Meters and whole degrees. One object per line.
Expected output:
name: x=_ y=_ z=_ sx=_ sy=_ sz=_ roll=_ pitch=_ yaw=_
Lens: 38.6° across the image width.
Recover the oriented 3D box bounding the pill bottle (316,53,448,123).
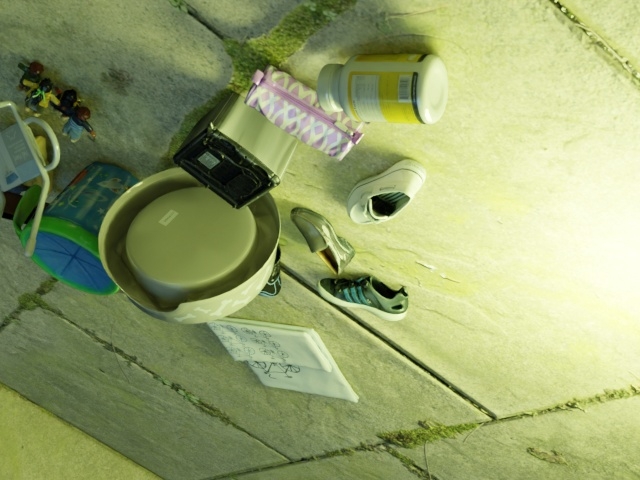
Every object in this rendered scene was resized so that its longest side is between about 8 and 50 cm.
pill bottle: x=0.092 y=-0.230 z=1.382 sx=0.184 sy=0.103 sz=0.103 roll=7 pitch=144 yaw=29

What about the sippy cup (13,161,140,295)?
sippy cup: x=-0.481 y=-0.037 z=1.954 sx=0.305 sy=0.224 sz=0.240 roll=37 pitch=148 yaw=-17

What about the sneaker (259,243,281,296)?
sneaker: x=-0.122 y=0.047 z=1.961 sx=0.091 sy=0.081 sz=0.232 roll=12 pitch=145 yaw=34

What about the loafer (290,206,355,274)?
loafer: x=0.000 y=0.000 z=1.825 sx=0.170 sy=0.061 sz=0.062 roll=41 pitch=146 yaw=-22

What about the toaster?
toaster: x=-0.152 y=-0.160 z=1.650 sx=0.168 sy=0.110 sz=0.186 roll=36 pitch=147 yaw=-18

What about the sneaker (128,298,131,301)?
sneaker: x=-0.455 y=0.040 z=2.142 sx=0.366 sy=0.137 sz=0.210 roll=34 pitch=147 yaw=-23

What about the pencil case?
pencil case: x=-0.025 y=-0.210 z=1.507 sx=0.206 sy=0.086 sz=0.088 roll=28 pitch=-177 yaw=-7

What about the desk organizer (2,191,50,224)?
desk organizer: x=-0.673 y=-0.069 z=2.076 sx=0.130 sy=0.050 sz=0.047 roll=18 pitch=156 yaw=-39

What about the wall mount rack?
wall mount rack: x=-0.651 y=-0.110 z=1.861 sx=0.350 sy=0.130 sz=0.304 roll=-14 pitch=100 yaw=46

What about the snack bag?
snack bag: x=-0.097 y=0.315 z=2.384 sx=0.323 sy=0.037 sz=0.342 roll=4 pitch=142 yaw=31

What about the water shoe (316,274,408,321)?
water shoe: x=0.091 y=0.101 z=1.925 sx=0.203 sy=0.073 sz=0.080 roll=17 pitch=121 yaw=14

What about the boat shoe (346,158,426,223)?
boat shoe: x=0.102 y=-0.071 z=1.635 sx=0.083 sy=0.075 sz=0.226 roll=32 pitch=148 yaw=-10

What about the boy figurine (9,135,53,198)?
boy figurine: x=-0.670 y=-0.157 z=2.042 sx=0.177 sy=0.092 sz=0.285 roll=43 pitch=148 yaw=-21

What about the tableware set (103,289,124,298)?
tableware set: x=-0.516 y=0.118 z=2.383 sx=0.194 sy=0.039 sz=0.128 roll=2 pitch=142 yaw=32

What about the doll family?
doll family: x=-0.516 y=-0.271 z=1.786 sx=0.193 sy=0.076 sz=0.111 roll=31 pitch=144 yaw=-18

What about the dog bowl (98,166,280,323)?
dog bowl: x=-0.245 y=0.010 z=1.761 sx=0.349 sy=0.348 sz=0.102 roll=15 pitch=142 yaw=17
